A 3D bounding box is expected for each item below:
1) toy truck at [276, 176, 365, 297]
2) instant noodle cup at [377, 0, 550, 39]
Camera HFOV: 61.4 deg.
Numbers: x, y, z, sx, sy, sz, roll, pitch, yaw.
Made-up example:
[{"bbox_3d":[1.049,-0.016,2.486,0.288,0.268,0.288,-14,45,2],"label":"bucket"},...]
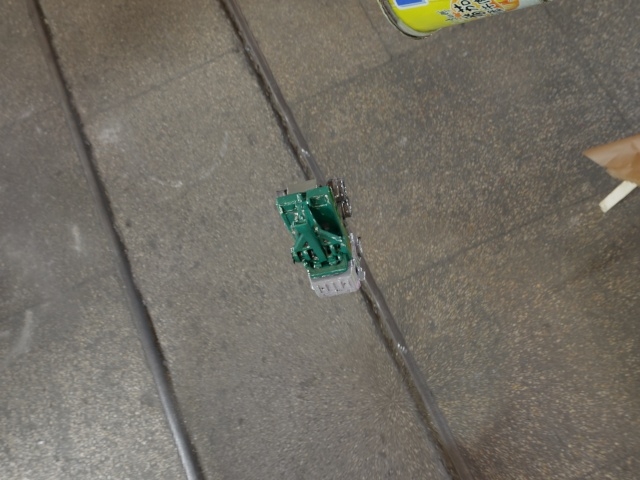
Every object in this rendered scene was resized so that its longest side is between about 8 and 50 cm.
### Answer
[{"bbox_3d":[0.000,-0.005,1.316,0.176,0.364,0.178,-11,52,12],"label":"toy truck"},{"bbox_3d":[0.160,-0.318,0.539,0.152,0.205,0.205,11,73,43],"label":"instant noodle cup"}]
